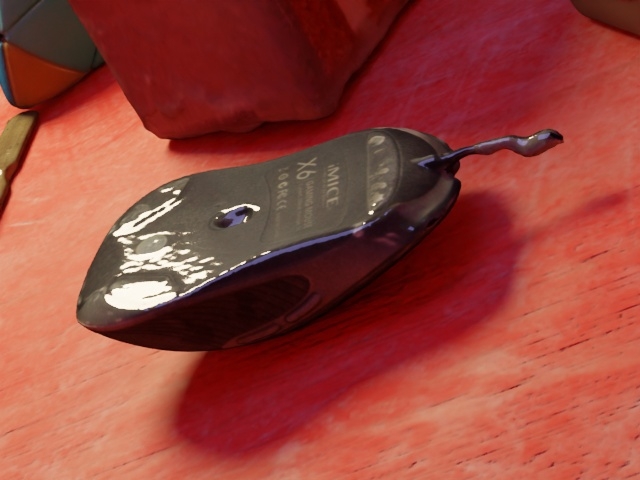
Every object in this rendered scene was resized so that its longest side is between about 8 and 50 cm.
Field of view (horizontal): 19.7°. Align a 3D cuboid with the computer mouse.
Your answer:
[{"bbox_3d":[0.000,0.000,1.318,0.379,0.090,0.167,-17,34,17],"label":"computer mouse"}]

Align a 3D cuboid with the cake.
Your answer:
[{"bbox_3d":[-0.088,-0.267,1.570,0.230,0.309,0.237,-2,40,39],"label":"cake"}]

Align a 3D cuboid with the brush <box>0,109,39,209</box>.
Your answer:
[{"bbox_3d":[-0.316,-0.054,1.748,0.043,0.036,0.248,-11,36,18],"label":"brush"}]

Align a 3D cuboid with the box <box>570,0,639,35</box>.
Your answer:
[{"bbox_3d":[0.245,-0.215,1.375,0.124,0.093,0.172,-40,30,-8],"label":"box"}]

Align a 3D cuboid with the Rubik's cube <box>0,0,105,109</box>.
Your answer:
[{"bbox_3d":[-0.281,-0.256,1.826,0.254,0.254,0.254,-25,32,16],"label":"Rubik's cube"}]
